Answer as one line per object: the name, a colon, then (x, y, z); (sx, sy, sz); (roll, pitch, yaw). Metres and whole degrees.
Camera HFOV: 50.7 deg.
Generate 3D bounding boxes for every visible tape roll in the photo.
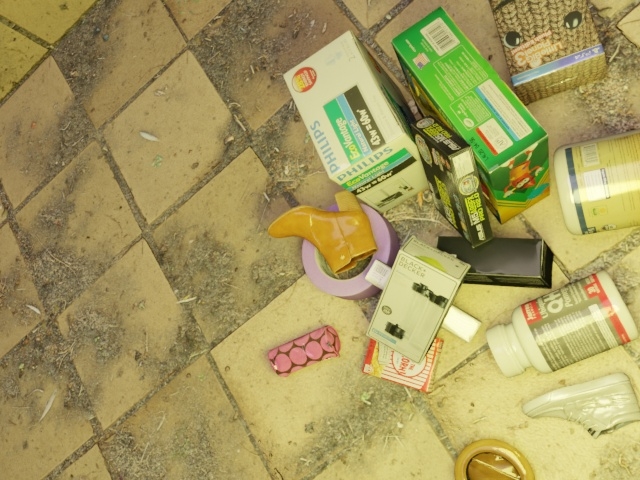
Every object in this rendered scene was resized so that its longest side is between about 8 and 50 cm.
tape roll: (0.087, 0.031, 1.951); (0.274, 0.090, 0.275); (-6, 75, 24)

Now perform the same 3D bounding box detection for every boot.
boot: (0.001, 0.000, 1.891); (0.295, 0.104, 0.211); (-23, 68, 15)
boot: (0.616, 0.407, 1.592); (0.258, 0.095, 0.123); (-23, 62, 19)

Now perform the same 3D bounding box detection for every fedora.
fedora: (0.428, 0.577, 1.654); (0.194, 0.079, 0.194); (-4, 79, 20)

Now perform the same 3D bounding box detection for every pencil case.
pencil case: (-0.045, 0.324, 1.947); (0.209, 0.095, 0.098); (-26, 83, 21)

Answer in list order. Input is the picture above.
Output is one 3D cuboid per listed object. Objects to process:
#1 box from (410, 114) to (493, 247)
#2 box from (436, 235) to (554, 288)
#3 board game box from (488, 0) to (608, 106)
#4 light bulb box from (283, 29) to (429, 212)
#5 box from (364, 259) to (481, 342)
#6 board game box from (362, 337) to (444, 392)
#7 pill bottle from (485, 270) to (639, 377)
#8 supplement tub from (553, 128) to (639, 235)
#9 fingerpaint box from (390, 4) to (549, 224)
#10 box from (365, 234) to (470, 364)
box: (0.318, -0.144, 1.637); (0.060, 0.270, 0.216); (-26, 35, -4)
box: (0.442, 0.056, 1.715); (0.261, 0.184, 0.103); (2, 76, 26)
board game box: (0.604, -0.548, 1.806); (0.232, 0.141, 0.291); (-18, 70, 22)
light bulb box: (0.127, -0.311, 1.860); (0.225, 0.361, 0.358); (-31, 67, 17)
box: (0.270, 0.157, 1.791); (0.324, 0.063, 0.067); (30, 95, 11)
board game box: (0.224, 0.315, 1.838); (0.193, 0.045, 0.147); (11, 83, 28)
pill bottle: (0.570, 0.212, 1.618); (0.318, 0.176, 0.176); (-27, 67, 18)
supplement tub: (0.731, -0.145, 1.595); (0.316, 0.228, 0.228); (-11, 73, 24)
fingerpaint box: (0.385, -0.303, 1.719); (0.163, 0.371, 0.445); (-33, 66, 7)
box: (0.238, 0.152, 1.694); (0.169, 0.087, 0.290); (29, 126, 15)
